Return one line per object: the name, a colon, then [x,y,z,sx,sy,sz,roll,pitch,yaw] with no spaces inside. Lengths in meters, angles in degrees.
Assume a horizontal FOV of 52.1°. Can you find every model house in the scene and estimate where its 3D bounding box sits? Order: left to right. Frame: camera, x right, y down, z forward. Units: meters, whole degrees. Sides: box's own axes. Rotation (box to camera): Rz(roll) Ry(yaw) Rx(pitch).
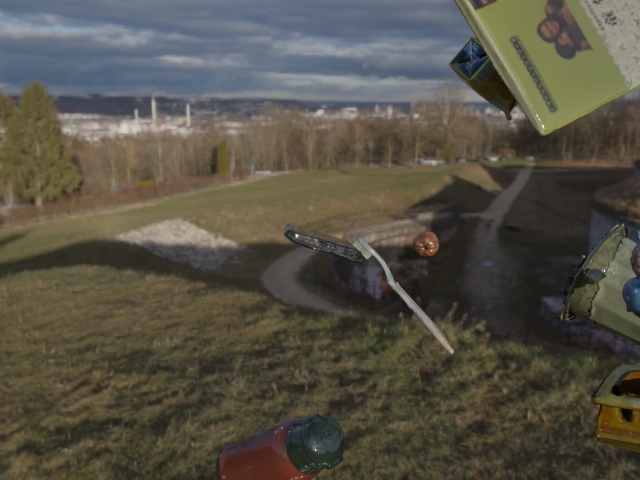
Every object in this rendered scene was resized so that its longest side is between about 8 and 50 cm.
model house: [0.808,0.444,1.617,0.268,0.239,0.173,6,29,23]

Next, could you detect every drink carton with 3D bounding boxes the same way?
drink carton: [0.316,-0.279,1.165,0.200,0.074,0.084,20,24,-46]

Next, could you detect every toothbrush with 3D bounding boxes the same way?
toothbrush: [0.207,0.134,1.630,0.375,0.037,0.028,49,12,17]

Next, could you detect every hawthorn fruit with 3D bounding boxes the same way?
hawthorn fruit: [0.279,0.000,1.698,0.067,0.066,0.103,5,30,21]

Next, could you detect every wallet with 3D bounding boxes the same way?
wallet: [0.000,0.001,1.246,0.146,0.030,0.285,18,2,-4]

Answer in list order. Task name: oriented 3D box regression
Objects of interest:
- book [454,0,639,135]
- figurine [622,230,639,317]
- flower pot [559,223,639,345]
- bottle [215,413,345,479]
book: [0.379,-0.313,0.945,0.352,0.239,0.035,-28,-5,-24]
figurine: [0.671,0.070,1.288,0.145,0.178,0.114,0,1,-16]
flower pot: [0.765,0.140,1.595,0.259,0.290,0.291,36,31,31]
bottle: [-0.081,0.467,1.421,0.144,0.143,0.336,-14,-14,-48]
